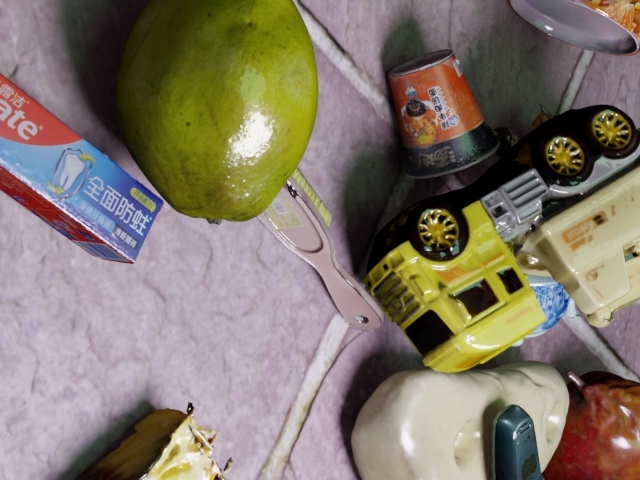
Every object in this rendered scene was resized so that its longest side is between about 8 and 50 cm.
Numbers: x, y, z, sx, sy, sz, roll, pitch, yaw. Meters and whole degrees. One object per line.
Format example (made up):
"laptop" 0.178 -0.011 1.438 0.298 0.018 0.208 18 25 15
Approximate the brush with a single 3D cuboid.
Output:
"brush" 0.002 -0.001 1.698 0.313 0.072 0.067 54 43 -38

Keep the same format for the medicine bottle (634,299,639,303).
"medicine bottle" 0.597 0.021 2.117 0.242 0.395 0.242 -12 107 -44

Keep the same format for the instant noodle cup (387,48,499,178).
"instant noodle cup" 0.146 -0.161 1.803 0.127 0.127 0.135 -33 111 -41

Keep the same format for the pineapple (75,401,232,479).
"pineapple" -0.183 0.288 1.510 0.186 0.114 0.236 7 80 -48

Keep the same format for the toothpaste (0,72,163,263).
"toothpaste" -0.282 -0.086 1.367 0.320 0.066 0.076 41 65 -44

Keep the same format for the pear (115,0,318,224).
"pear" -0.104 -0.150 1.454 0.212 0.212 0.269 -2 99 -48

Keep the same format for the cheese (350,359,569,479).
"cheese" 0.185 0.238 1.879 0.351 0.130 0.328 -56 132 -27

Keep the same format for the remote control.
"remote control" 0.253 0.314 1.840 0.072 0.042 0.222 -28 118 -40

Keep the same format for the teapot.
"teapot" 0.263 0.077 1.942 0.232 0.159 0.159 -9 103 -28

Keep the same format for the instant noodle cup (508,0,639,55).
"instant noodle cup" 0.377 -0.378 1.949 0.250 0.250 0.192 30 82 -46

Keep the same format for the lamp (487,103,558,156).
"lamp" 0.334 -0.118 2.015 0.253 0.118 0.118 36 68 -36

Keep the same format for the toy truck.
"toy truck" 0.267 0.008 1.779 0.405 0.180 0.254 -28 79 -20

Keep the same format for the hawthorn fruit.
"hawthorn fruit" 0.402 0.278 2.070 0.208 0.208 0.248 -55 136 -28
